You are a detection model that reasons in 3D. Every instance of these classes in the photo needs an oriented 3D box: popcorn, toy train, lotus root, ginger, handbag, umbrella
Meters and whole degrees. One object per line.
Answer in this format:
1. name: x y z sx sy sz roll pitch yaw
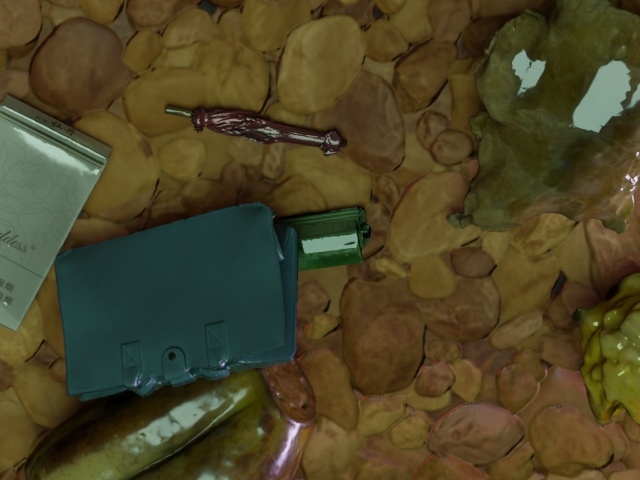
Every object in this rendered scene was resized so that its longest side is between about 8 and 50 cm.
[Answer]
1. popcorn: 0.295 0.099 1.656 0.148 0.167 0.152 -32 68 -18
2. toy train: 0.000 0.000 1.673 0.093 0.056 0.038 -8 114 7
3. lotus root: -0.132 0.207 1.689 0.291 0.193 0.193 -33 106 10
4. ginger: 0.207 -0.095 1.599 0.270 0.123 0.219 -39 107 14
5. handbag: -0.125 0.058 1.635 0.221 0.057 0.144 -13 66 20
6. umbrella: -0.058 -0.100 1.656 0.165 0.025 0.027 10 88 -4

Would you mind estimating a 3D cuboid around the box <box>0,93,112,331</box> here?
1. box: -0.280 -0.023 1.686 0.109 0.029 0.198 27 109 -9
